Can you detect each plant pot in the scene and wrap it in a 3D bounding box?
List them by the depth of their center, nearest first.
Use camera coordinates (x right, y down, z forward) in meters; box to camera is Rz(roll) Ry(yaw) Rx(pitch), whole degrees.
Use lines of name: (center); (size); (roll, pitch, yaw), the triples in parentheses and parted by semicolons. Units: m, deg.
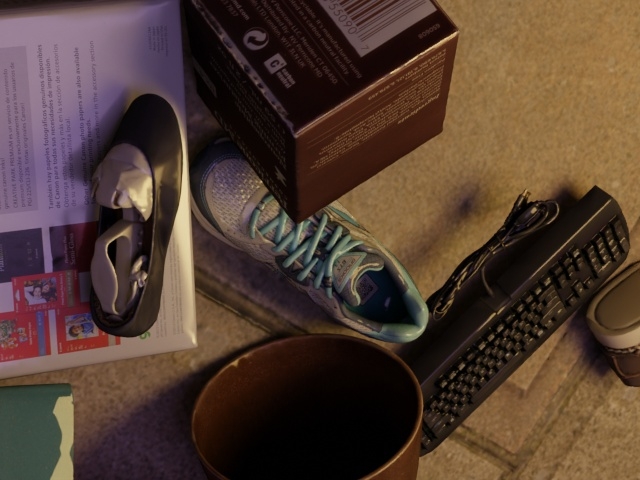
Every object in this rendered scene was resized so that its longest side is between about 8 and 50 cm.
plant pot: (-0.346, 0.202, 1.478); (0.234, 0.166, 0.165); (4, 82, -31)
plant pot: (0.002, 0.245, 1.701); (0.215, 0.215, 0.230); (-23, 129, -17)

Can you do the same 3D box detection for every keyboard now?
keyboard: (0.181, 0.068, 1.777); (0.317, 0.033, 0.201); (-45, 138, -7)

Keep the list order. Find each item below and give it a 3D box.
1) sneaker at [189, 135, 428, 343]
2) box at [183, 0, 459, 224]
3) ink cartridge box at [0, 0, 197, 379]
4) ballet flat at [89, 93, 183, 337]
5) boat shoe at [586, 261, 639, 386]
sneaker: (0.000, 0.000, 1.649); (0.283, 0.122, 0.110); (36, 89, -30)
box: (0.000, -0.152, 1.521); (0.167, 0.203, 0.168); (-34, 73, -12)
ink cartridge box: (-0.256, -0.050, 1.501); (0.272, 0.130, 0.309); (-8, 107, -23)
ballet flat: (-0.154, -0.016, 1.438); (0.074, 0.074, 0.203); (1, 105, -25)
boat shoe: (0.431, 0.034, 1.871); (0.324, 0.116, 0.096); (-34, 123, -7)
